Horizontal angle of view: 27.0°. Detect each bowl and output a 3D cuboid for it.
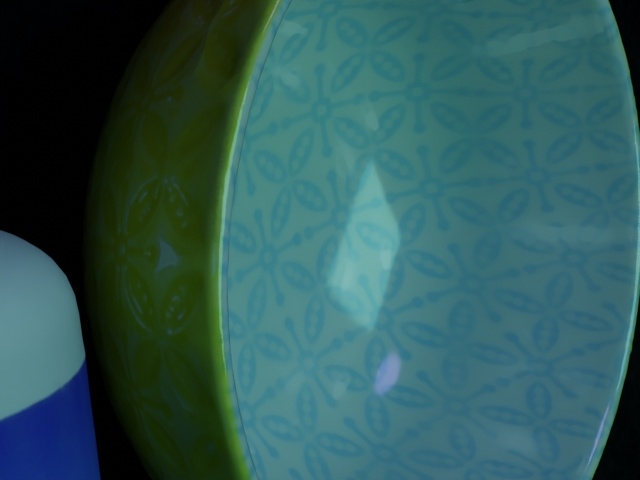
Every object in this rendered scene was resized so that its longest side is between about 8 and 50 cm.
[{"bbox_3d":[0.000,0.000,0.538,0.289,0.156,0.290,-5,96,-52],"label":"bowl"}]

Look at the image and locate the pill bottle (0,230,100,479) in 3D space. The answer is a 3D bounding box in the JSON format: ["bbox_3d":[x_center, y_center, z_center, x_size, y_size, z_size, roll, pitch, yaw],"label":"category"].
[{"bbox_3d":[-0.136,0.082,0.373,0.152,0.152,0.272,-20,109,-50],"label":"pill bottle"}]
